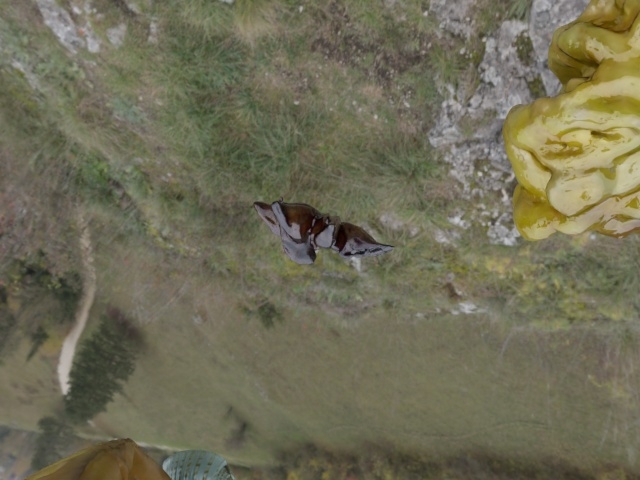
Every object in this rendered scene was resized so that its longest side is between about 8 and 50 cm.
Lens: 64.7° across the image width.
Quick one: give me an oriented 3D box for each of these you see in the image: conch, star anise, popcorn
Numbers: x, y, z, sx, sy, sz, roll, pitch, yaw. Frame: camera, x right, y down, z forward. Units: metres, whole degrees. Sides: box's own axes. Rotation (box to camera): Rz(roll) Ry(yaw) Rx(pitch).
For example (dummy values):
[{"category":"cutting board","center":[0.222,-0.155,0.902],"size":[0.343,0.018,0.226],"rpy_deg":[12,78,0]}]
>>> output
[{"category":"conch","center":[-0.142,0.278,0.578],"size":[0.085,0.057,0.076],"rpy_deg":[-13,119,3]},{"category":"star anise","center":[0.000,0.000,0.877],"size":[0.271,0.103,0.272],"rpy_deg":[22,-179,-1]},{"category":"popcorn","center":[0.365,-0.129,0.577],"size":[0.297,0.281,0.316],"rpy_deg":[-22,135,-2]}]

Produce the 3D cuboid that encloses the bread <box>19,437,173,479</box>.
[{"category":"bread","center":[-0.201,0.302,0.404],"size":[0.204,0.156,0.288],"rpy_deg":[59,175,-18]}]
